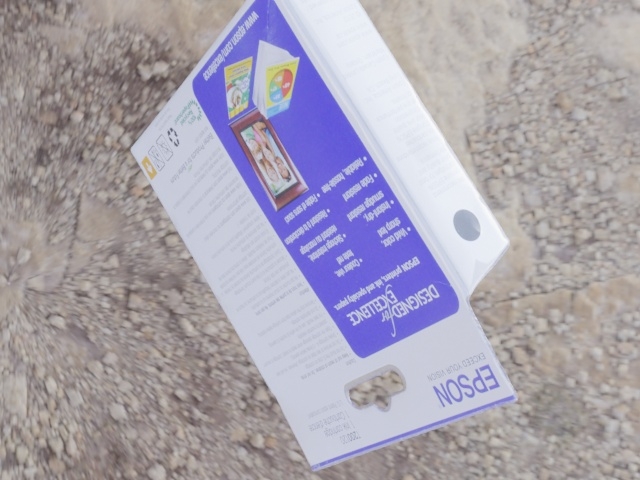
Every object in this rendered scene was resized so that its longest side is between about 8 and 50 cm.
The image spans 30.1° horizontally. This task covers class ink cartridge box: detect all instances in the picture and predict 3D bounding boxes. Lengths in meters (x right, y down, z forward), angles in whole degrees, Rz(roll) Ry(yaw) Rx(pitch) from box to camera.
[{"bbox_3d":[0.000,0.000,0.581,0.045,0.206,0.208,-27,86,-31],"label":"ink cartridge box"}]
